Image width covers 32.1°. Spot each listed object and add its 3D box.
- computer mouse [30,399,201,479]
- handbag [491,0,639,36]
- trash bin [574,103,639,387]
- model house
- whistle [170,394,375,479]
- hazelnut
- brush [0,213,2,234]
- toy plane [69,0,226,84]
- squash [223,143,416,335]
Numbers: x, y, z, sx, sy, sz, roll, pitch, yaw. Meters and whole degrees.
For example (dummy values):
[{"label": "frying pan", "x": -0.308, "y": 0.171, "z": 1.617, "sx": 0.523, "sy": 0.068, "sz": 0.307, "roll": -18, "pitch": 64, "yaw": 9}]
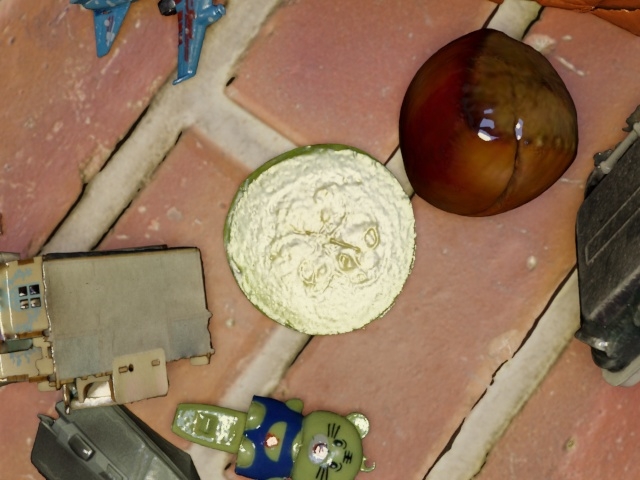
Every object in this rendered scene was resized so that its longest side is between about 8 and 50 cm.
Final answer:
[{"label": "computer mouse", "x": -0.219, "y": 0.259, "z": 1.217, "sx": 0.231, "sy": 0.071, "sz": 0.126, "roll": 42, "pitch": 86, "yaw": 2}, {"label": "handbag", "x": 0.197, "y": -0.334, "z": 1.150, "sx": 0.410, "sy": 0.303, "sz": 0.116, "roll": 11, "pitch": 85, "yaw": -3}, {"label": "trash bin", "x": 0.467, "y": 0.019, "z": 1.153, "sx": 0.368, "sy": 0.255, "sz": 0.296, "roll": 18, "pitch": 46, "yaw": -12}, {"label": "model house", "x": -0.267, "y": 0.092, "z": 1.174, "sx": 0.207, "sy": 0.271, "sz": 0.178, "roll": -7, "pitch": 91, "yaw": 33}, {"label": "whistle", "x": -0.050, "y": 0.219, "z": 1.217, "sx": 0.228, "sy": 0.085, "sz": 0.105, "roll": 15, "pitch": 77, "yaw": 0}, {"label": "hazelnut", "x": 0.170, "y": -0.115, "z": 1.205, "sx": 0.208, "sy": 0.208, "sz": 0.208, "roll": 0, "pitch": 87, "yaw": -2}, {"label": "brush", "x": -0.508, "y": -0.015, "z": 1.232, "sx": 0.301, "sy": 0.071, "sz": 0.084, "roll": -1, "pitch": 83, "yaw": -7}, {"label": "toy plane", "x": -0.161, "y": -0.311, "z": 1.223, "sx": 0.271, "sy": 0.105, "sz": 0.254, "roll": -23, "pitch": 95, "yaw": 16}, {"label": "squash", "x": 0.000, "y": 0.000, "z": 1.253, "sx": 0.219, "sy": 0.041, "sz": 0.219, "roll": 0, "pitch": 86, "yaw": -1}]
